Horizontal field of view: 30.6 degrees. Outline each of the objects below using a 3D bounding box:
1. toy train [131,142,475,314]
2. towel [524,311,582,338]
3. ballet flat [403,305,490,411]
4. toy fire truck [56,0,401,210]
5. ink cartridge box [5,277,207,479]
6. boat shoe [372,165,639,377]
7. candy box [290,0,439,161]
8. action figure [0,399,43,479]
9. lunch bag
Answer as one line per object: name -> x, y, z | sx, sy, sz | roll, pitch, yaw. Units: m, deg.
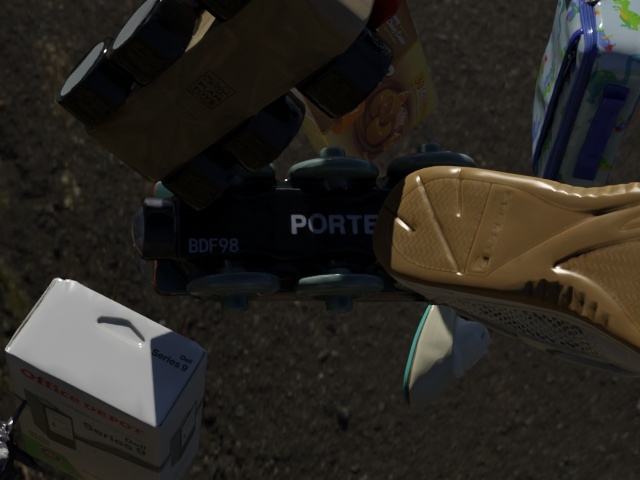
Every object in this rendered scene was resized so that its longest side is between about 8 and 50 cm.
toy train -> 0.000, 0.000, 1.022 | 0.334, 0.190, 0.142 | -1, 79, -14
towel -> 0.189, 0.020, 0.897 | 0.110, 0.027, 0.148 | -34, 40, -21
ballet flat -> 0.157, 0.081, 1.297 | 0.086, 0.086, 0.248 | 17, 56, 3
toy fire truck -> -0.026, -0.158, 0.777 | 0.158, 0.217, 0.246 | 38, 46, -23
ink cartridge box -> -0.262, 0.201, 1.451 | 0.211, 0.289, 0.121 | 24, 57, 9
boat shoe -> 0.167, 0.025, 0.638 | 0.277, 0.096, 0.098 | 16, 73, 32
candy box -> 0.041, -0.235, 1.573 | 0.183, 0.316, 0.087 | -40, 58, -6
action figure -> -0.395, 0.303, 1.294 | 0.141, 0.164, 0.276 | 16, 75, 49
lunch bag -> 0.286, -0.165, 1.257 | 0.090, 0.219, 0.176 | 7, 47, -1
